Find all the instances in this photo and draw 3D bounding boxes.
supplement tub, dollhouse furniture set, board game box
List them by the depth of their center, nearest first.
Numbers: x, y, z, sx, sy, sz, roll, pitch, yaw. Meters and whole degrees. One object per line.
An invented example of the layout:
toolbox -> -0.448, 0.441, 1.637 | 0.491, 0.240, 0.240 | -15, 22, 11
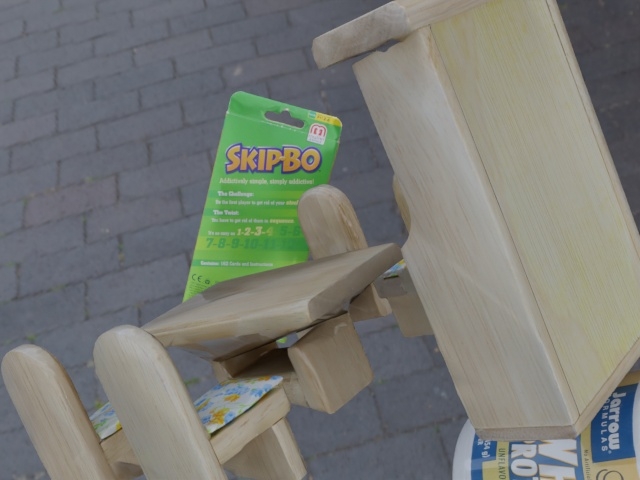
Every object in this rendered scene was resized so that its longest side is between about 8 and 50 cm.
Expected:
supplement tub -> 0.208, 0.165, 0.605 | 0.199, 0.144, 0.144 | -22, 32, 39
dollhouse furniture set -> 0.000, 0.000, 0.646 | 0.394, 0.257, 0.362 | -14, 12, 44
board game box -> -0.065, -0.024, 0.961 | 0.124, 0.260, 0.039 | 15, 17, 0
